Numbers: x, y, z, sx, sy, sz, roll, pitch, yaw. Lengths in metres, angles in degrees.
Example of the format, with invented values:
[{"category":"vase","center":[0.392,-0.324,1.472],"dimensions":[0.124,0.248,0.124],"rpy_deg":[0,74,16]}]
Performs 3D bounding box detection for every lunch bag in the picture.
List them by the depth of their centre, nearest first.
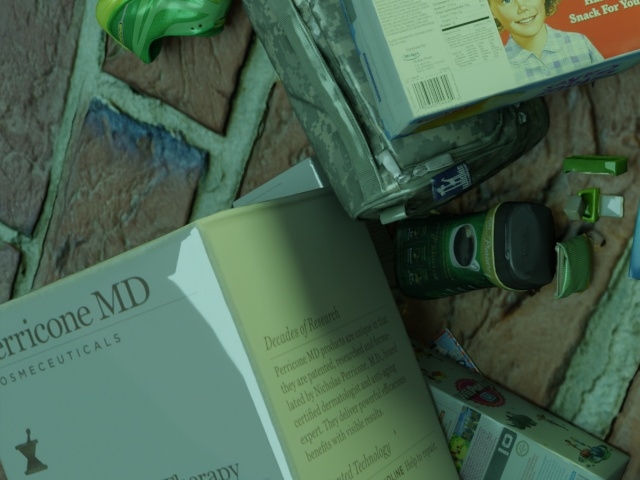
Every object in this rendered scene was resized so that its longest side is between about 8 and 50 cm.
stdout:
[{"category":"lunch bag","center":[0.066,-0.170,1.422],"dimensions":[0.213,0.256,0.305],"rpy_deg":[-31,82,34]}]

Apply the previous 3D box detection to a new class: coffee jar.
[{"category":"coffee jar","center":[0.168,0.012,1.473],"dimensions":[0.184,0.079,0.096],"rpy_deg":[-8,78,47]}]

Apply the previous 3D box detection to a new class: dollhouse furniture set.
[{"category":"dollhouse furniture set","center":[0.284,-0.012,1.420],"dimensions":[0.059,0.076,0.151],"rpy_deg":[6,102,30]}]

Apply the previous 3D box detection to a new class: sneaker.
[{"category":"sneaker","center":[-0.136,-0.315,1.634],"dimensions":[0.296,0.109,0.123],"rpy_deg":[-30,105,32]}]

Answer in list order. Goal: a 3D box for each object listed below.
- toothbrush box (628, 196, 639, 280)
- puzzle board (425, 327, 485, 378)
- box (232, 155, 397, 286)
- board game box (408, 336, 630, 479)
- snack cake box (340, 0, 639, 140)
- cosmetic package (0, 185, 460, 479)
[{"category":"toothbrush box","center":[0.414,-0.100,1.256],"dimensions":[0.216,0.126,0.295],"rpy_deg":[8,106,13]},{"category":"puzzle board","center":[0.132,0.176,1.593],"dimensions":[0.128,0.011,0.096],"rpy_deg":[-44,75,31]},{"category":"box","center":[0.000,0.000,1.597],"dimensions":[0.130,0.091,0.170],"rpy_deg":[-28,83,33]},{"category":"board game box","center":[0.160,0.271,1.533],"dimensions":[0.303,0.097,0.224],"rpy_deg":[27,113,22]},{"category":"snack cake box","center":[0.168,-0.207,1.283],"dimensions":[0.089,0.264,0.152],"rpy_deg":[140,112,-74]},{"category":"cosmetic package","center":[-0.100,0.189,1.411],"dimensions":[0.329,0.327,0.393],"rpy_deg":[-21,89,28]}]
